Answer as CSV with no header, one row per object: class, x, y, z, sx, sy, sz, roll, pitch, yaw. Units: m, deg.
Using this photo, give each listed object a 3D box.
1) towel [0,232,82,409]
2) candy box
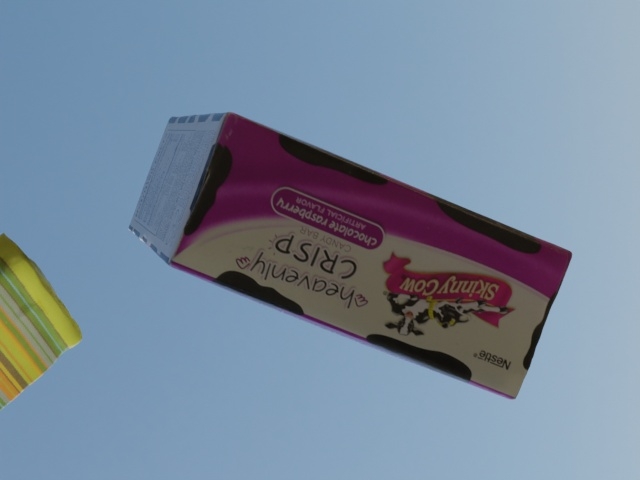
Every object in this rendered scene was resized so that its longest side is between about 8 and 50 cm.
towel,-0.217,0.094,0.694,0.021,0.237,0.102,43,166,27
candy box,0.000,0.000,0.720,0.233,0.159,0.071,-156,88,-79
